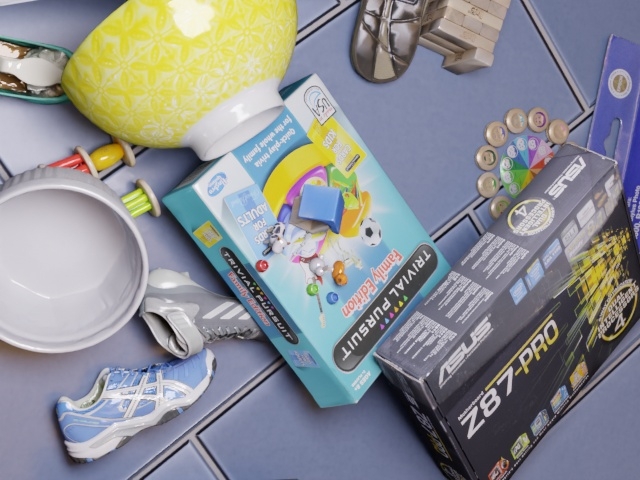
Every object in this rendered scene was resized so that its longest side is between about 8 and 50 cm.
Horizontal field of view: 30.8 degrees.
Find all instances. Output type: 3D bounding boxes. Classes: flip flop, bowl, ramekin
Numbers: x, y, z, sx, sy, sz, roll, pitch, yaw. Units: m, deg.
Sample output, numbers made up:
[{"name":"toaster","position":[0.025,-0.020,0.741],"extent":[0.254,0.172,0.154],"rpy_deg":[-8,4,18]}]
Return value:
[{"name":"flip flop","position":[0.112,-0.344,1.552],"extent":[0.112,0.080,0.277],"rpy_deg":[17,100,-8]},{"name":"bowl","position":[-0.128,-0.185,1.312],"extent":[0.289,0.289,0.156],"rpy_deg":[-32,85,-20]},{"name":"ramekin","position":[-0.303,0.014,1.322],"extent":[0.207,0.109,0.207],"rpy_deg":[-5,114,-11]}]

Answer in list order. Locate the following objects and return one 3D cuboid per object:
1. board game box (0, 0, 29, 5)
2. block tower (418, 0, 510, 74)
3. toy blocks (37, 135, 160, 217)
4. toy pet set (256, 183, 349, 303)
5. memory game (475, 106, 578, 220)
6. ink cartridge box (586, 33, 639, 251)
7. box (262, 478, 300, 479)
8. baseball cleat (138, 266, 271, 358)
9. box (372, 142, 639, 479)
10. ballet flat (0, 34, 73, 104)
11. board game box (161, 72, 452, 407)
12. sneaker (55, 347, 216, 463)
[{"name":"board game box","position":[-0.306,-0.465,1.263],"extent":[0.389,0.050,0.390],"rpy_deg":[-9,102,0]},{"name":"block tower","position":[0.224,-0.403,1.590],"extent":[0.097,0.091,0.336],"rpy_deg":[20,82,-22]},{"name":"toy blocks","position":[-0.282,-0.049,1.391],"extent":[0.148,0.054,0.123],"rpy_deg":[-30,104,-19]},{"name":"toy pet set","position":[0.000,0.000,1.371],"extent":[0.122,0.065,0.114],"rpy_deg":[24,66,-31]},{"name":"memory game","position":[0.301,-0.101,1.669],"extent":[0.186,0.012,0.186],"rpy_deg":[0,90,-24]},{"name":"ink cartridge box","position":[0.549,-0.112,1.742],"extent":[0.330,0.071,0.324],"rpy_deg":[14,85,-27]},{"name":"box","position":[-0.156,0.409,1.363],"extent":[0.307,0.076,0.243],"rpy_deg":[5,105,-39]},{"name":"baseball cleat","position":[-0.131,0.109,1.435],"extent":[0.205,0.072,0.109],"rpy_deg":[22,52,-20]},{"name":"box","position":[0.272,0.113,1.544],"extent":[0.395,0.097,0.318],"rpy_deg":[-46,135,-17]},{"name":"ballet flat","position":[-0.384,-0.207,1.327],"extent":[0.247,0.087,0.083],"rpy_deg":[6,88,-23]},{"name":"board game box","position":[-0.002,-0.001,1.462],"extent":[0.336,0.079,0.254],"rpy_deg":[53,54,-15]},{"name":"sneaker","position":[-0.220,0.184,1.406],"extent":[0.211,0.080,0.081],"rpy_deg":[-31,105,-22]}]
